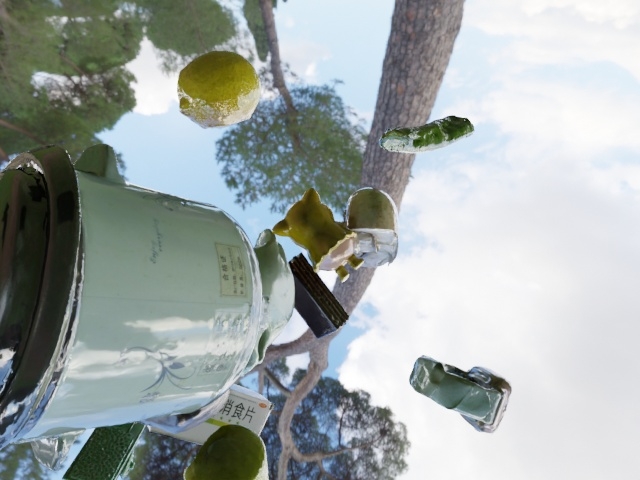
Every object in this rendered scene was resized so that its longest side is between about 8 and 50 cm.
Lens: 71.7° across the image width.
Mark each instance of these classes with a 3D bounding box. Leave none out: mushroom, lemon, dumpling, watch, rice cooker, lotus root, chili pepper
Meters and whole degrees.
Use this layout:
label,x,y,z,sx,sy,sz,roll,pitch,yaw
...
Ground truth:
label,x,y,z,sx,sy,sz,roll,pitch,yaw
mushroom,0.123,-0.048,1.247,0.195,0.253,0.188,3,-123,9
lemon,-0.318,-0.469,1.388,0.288,0.233,0.233,-36,-128,-21
dumpling,-0.170,0.162,1.106,0.212,0.269,0.320,31,-136,10
watch,0.353,0.391,1.174,0.241,0.253,0.161,21,-96,-2
rice cooker,-0.224,0.059,0.440,0.264,0.316,0.317,4,-145,40
lotus root,-0.259,0.262,0.866,0.179,0.397,0.195,23,-107,-2
chili pepper,0.221,-0.219,0.923,0.085,0.076,0.359,33,-145,25

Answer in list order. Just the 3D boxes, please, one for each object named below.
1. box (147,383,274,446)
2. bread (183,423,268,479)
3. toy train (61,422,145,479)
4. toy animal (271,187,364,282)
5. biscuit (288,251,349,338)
label,x,y,z,sx,sy,sz,roll,pitch,yaw
box,-0.328,0.502,1.313,0.145,0.333,0.173,-2,-118,62
bread,-0.138,0.372,0.698,0.111,0.114,0.129,13,-146,31
toy train,-0.654,0.683,1.337,0.145,0.201,0.266,20,-151,-4
toy animal,0.003,-0.004,1.102,0.230,0.156,0.156,44,-128,6
biscuit,-0.034,0.156,1.258,0.252,0.106,0.070,53,-135,1
